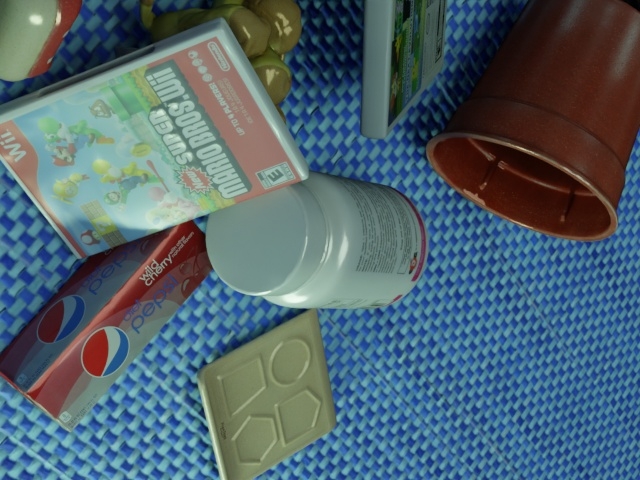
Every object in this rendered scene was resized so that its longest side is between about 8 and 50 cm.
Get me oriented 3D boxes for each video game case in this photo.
[{"bbox_3d":[0.105,-0.320,1.428,0.300,0.036,0.329,-52,147,-60],"label":"video game case"},{"bbox_3d":[-0.182,-0.097,1.267,0.285,0.025,0.204,-19,128,16],"label":"video game case"}]

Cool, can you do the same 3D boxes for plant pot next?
[{"bbox_3d":[0.320,-0.180,1.645,0.272,0.272,0.265,40,70,-41],"label":"plant pot"}]

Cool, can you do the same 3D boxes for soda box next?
[{"bbox_3d":[-0.236,0.078,1.365,0.263,0.092,0.083,-50,131,-14],"label":"soda box"}]

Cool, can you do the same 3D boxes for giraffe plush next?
[{"bbox_3d":[-0.091,-0.218,1.340,0.170,0.210,0.181,-42,148,-42],"label":"giraffe plush"}]

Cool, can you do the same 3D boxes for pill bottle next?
[{"bbox_3d":[0.000,0.000,1.440,0.283,0.160,0.160,6,102,-60],"label":"pill bottle"}]

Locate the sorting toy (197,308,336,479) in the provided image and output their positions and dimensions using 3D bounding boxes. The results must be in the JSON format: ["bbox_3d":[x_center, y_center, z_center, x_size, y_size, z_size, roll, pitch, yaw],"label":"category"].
[{"bbox_3d":[-0.069,0.206,1.594,0.208,0.038,0.193,-30,123,-34],"label":"sorting toy"}]

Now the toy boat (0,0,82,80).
[{"bbox_3d":[-0.254,-0.250,1.143,0.151,0.231,0.151,-21,85,-29],"label":"toy boat"}]

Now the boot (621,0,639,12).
[{"bbox_3d":[0.425,-0.335,1.695,0.090,0.207,0.248,-42,129,-13],"label":"boot"}]
